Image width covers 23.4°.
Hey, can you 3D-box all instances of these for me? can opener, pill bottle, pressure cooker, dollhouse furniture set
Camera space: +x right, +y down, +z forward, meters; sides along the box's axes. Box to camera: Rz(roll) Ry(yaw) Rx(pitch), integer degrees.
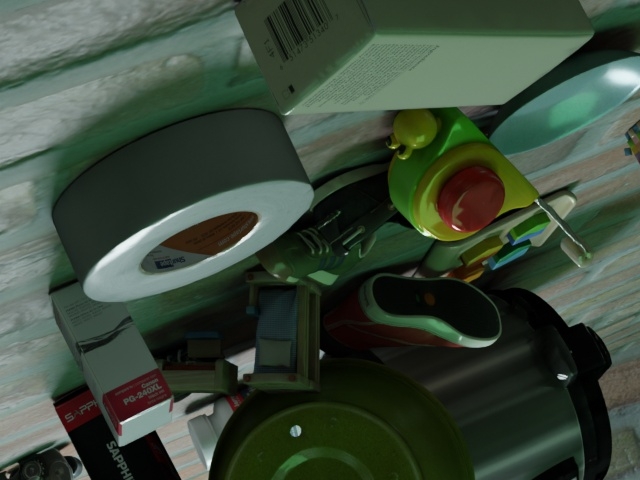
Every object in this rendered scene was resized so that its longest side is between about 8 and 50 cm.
[{"bbox_3d":[-0.462,0.376,2.153,0.283,0.076,0.095,-26,164,7],"label":"can opener"},{"bbox_3d":[-0.102,0.273,2.319,0.180,0.108,0.108,-22,165,-13],"label":"pill bottle"},{"bbox_3d":[0.251,0.269,2.392,0.420,0.375,0.370,-20,-157,-21],"label":"pressure cooker"},{"bbox_3d":[-0.101,0.110,1.794,0.184,0.129,0.129,-2,168,11],"label":"dollhouse furniture set"}]

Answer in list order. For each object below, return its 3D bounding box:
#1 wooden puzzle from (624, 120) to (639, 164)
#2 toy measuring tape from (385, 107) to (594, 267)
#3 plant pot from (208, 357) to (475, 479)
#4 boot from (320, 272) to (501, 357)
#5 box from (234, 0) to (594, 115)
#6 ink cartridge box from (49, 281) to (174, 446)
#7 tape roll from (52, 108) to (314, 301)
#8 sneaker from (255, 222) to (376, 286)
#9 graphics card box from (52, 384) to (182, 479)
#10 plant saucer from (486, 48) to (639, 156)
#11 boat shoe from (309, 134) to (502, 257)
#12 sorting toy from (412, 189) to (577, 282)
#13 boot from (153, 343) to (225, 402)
[{"bbox_3d":[0.399,-0.121,1.896,0.006,0.049,0.083,-17,162,-32],"label":"wooden puzzle"},{"bbox_3d":[0.159,-0.031,1.556,0.121,0.121,0.330,-31,137,19],"label":"toy measuring tape"},{"bbox_3d":[0.017,0.321,1.932,0.366,0.366,0.353,-25,172,0],"label":"plant pot"},{"bbox_3d":[0.111,0.118,2.109,0.244,0.088,0.176,12,149,-33],"label":"boot"},{"bbox_3d":[0.076,-0.163,1.152,0.275,0.094,0.113,-8,158,-49],"label":"box"},{"bbox_3d":[-0.207,0.117,1.539,0.063,0.150,0.109,-26,166,-14],"label":"ink cartridge box"},{"bbox_3d":[-0.118,-0.028,1.342,0.219,0.072,0.219,-23,164,-7],"label":"tape roll"},{"bbox_3d":[0.000,0.000,1.657,0.086,0.064,0.192,-38,163,15],"label":"sneaker"},{"bbox_3d":[-0.200,0.363,1.957,0.094,0.371,0.233,-27,165,-6],"label":"graphics card box"},{"bbox_3d":[0.248,-0.150,1.582,0.195,0.037,0.195,-23,164,-7],"label":"plant saucer"},{"bbox_3d":[0.098,-0.048,1.612,0.233,0.079,0.084,-21,163,-27],"label":"boat shoe"},{"bbox_3d":[0.236,0.010,2.104,0.208,0.038,0.193,-21,165,-16],"label":"sorting toy"},{"bbox_3d":[-0.195,0.162,1.897,0.086,0.069,0.190,-39,169,22],"label":"boot"}]
